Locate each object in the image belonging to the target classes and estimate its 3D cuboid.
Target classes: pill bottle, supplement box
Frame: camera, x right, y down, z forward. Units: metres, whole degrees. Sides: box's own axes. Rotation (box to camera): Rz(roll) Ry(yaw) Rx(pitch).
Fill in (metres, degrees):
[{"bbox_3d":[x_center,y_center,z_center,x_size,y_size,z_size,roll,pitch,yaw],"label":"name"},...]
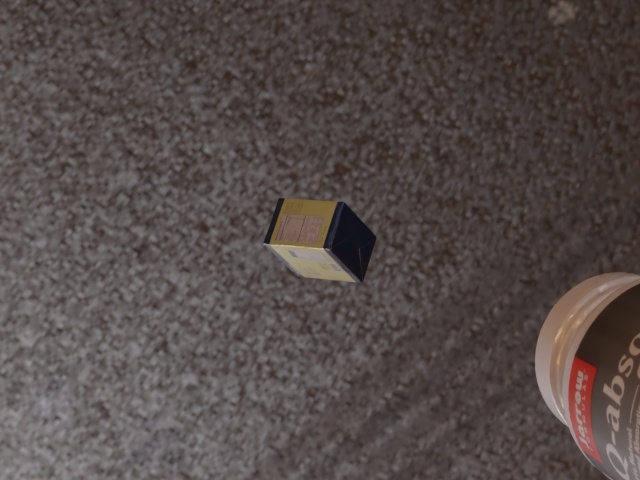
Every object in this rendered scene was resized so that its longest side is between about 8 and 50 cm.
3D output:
[{"bbox_3d":[0.339,0.143,1.121,0.210,0.210,0.363,47,175,-16],"label":"pill bottle"},{"bbox_3d":[0.000,0.000,1.351,0.083,0.056,0.083,5,155,32],"label":"supplement box"}]
